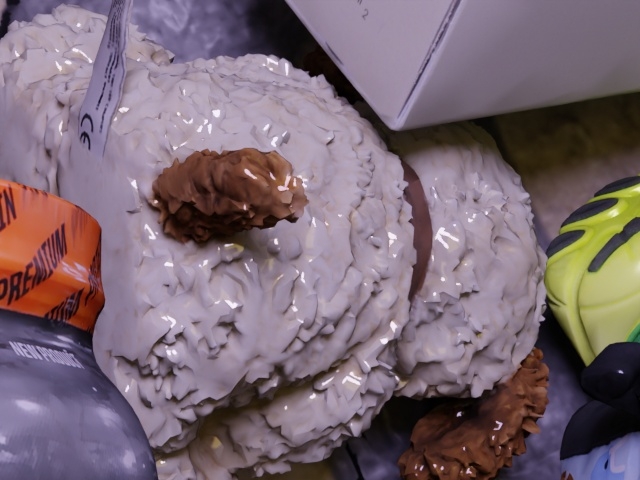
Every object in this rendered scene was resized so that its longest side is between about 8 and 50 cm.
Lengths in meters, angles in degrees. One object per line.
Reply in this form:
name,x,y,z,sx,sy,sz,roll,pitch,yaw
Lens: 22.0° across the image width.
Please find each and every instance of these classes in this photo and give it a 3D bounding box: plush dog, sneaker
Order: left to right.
plush dog,0.000,0.000,0.695,0.225,0.210,0.262,-2,72,-38
sneaker,0.231,-0.007,0.804,0.295,0.109,0.123,-29,109,-24

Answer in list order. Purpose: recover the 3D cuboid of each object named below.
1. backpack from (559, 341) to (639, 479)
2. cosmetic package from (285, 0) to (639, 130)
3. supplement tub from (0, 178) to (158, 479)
backpack,0.211,0.191,0.663,0.276,0.213,0.263,7,62,-14
cosmetic package,0.127,-0.155,0.731,0.309,0.113,0.160,-14,54,-36
supplement tub,-0.151,0.155,0.450,0.207,0.207,0.338,4,79,-13
